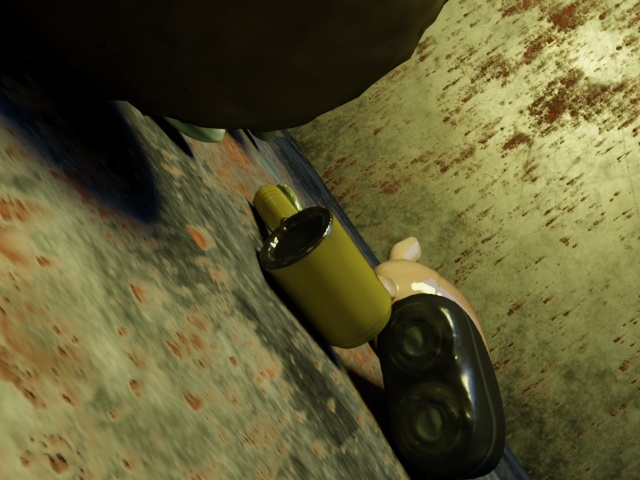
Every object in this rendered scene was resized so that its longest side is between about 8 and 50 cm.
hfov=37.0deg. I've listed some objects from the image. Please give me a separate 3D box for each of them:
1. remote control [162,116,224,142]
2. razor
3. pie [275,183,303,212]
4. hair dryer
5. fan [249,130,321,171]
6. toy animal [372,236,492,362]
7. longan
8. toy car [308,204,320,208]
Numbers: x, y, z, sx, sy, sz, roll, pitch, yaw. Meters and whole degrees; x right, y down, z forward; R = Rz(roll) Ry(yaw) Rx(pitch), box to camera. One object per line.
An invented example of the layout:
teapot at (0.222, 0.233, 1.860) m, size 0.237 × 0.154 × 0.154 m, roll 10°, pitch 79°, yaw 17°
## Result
remote control at (-0.180, -0.177, 0.940) m, size 0.256 × 0.045 × 0.097 m, roll 46°, pitch 8°, yaw -42°
razor at (0.153, 0.179, 1.127) m, size 0.349 × 0.113 × 0.204 m, roll 41°, pitch 36°, yaw -71°
pie at (-0.044, -0.034, 1.219) m, size 0.085 × 0.017 × 0.085 m, roll 36°, pitch -49°, yaw 56°
hair dryer at (-0.018, 0.007, 1.074) m, size 0.135 × 0.090 × 0.279 m, roll 52°, pitch 0°, yaw -28°
fan at (-0.087, -0.213, 1.687) m, size 0.310 × 0.010 × 0.182 m, roll 47°, pitch -24°, yaw 29°
toy animal at (0.156, 0.134, 1.406) m, size 0.250 × 0.154 × 0.166 m, roll 51°, pitch 14°, yaw -8°
longan at (-0.077, -0.264, 0.664) m, size 0.391 × 0.391 × 0.391 m, roll 54°, pitch 5°, yaw -7°
toy car at (0.000, 0.000, 1.378) m, size 0.095 × 0.056 × 0.205 m, roll 55°, pitch 1°, yaw -1°
